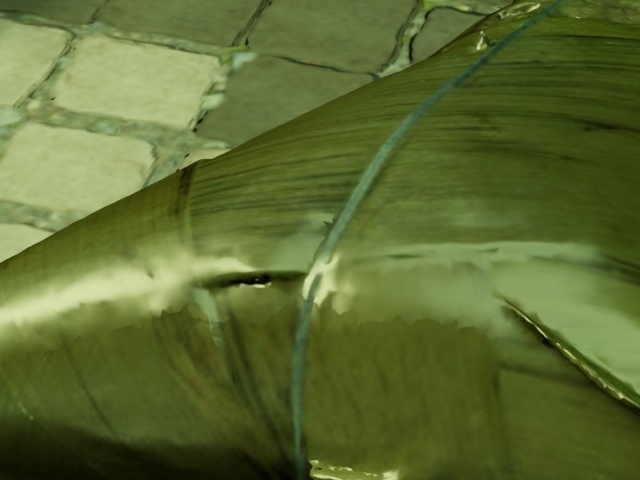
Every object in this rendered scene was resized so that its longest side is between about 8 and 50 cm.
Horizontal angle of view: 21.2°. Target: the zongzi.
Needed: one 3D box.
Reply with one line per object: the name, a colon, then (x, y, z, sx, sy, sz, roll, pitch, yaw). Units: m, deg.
zongzi: (0.000, 0.000, 0.670, 0.360, 0.160, 0.323, 3, 32, 13)
